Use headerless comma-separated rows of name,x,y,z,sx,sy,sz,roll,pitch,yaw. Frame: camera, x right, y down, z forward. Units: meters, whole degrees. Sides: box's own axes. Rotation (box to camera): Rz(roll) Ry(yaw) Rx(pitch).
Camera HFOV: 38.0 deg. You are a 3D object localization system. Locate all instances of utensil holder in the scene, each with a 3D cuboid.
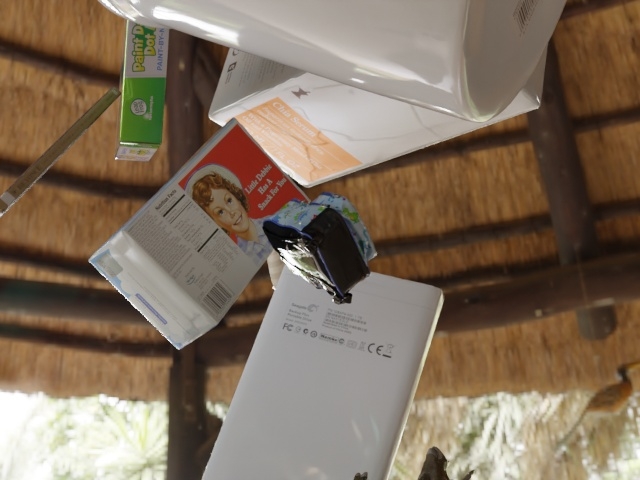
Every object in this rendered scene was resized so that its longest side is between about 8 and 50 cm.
utensil holder,0.017,-0.308,0.839,0.386,0.327,0.327,23,-20,24

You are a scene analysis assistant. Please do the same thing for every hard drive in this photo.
hard drive,0.006,0.204,1.260,0.233,0.353,0.047,13,-23,19

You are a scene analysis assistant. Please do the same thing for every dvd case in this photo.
dvd case,-0.345,-0.089,1.141,0.018,0.221,0.164,44,-34,-15

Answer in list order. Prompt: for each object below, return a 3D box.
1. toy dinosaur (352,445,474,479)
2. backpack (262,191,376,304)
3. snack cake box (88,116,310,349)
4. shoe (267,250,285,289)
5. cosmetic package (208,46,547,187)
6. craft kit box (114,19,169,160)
toy dinosaur,0.074,0.381,1.096,0.160,0.313,0.121,40,-13,-27
backpack,0.000,0.000,1.020,0.114,0.084,0.105,18,-37,53
snack cake box,-0.138,-0.015,1.136,0.152,0.264,0.089,46,-47,-10
shoe,-0.064,0.049,1.726,0.058,0.076,0.219,0,-55,16
cosmetic package,0.075,-0.246,1.358,0.453,0.161,0.230,-17,-40,43
craft kit box,-0.231,-0.236,1.206,0.061,0.249,0.246,4,0,-11
